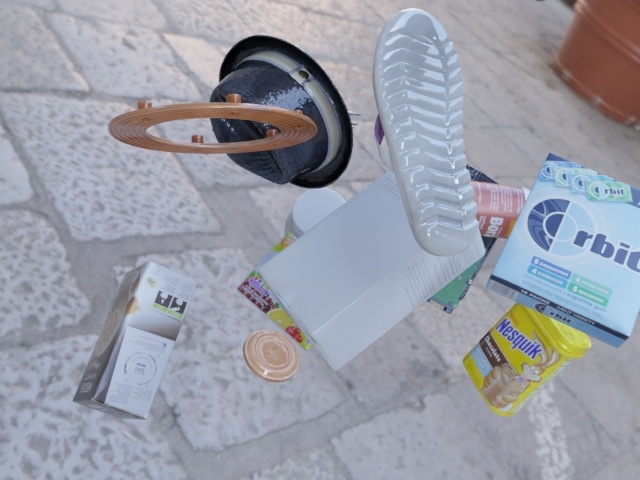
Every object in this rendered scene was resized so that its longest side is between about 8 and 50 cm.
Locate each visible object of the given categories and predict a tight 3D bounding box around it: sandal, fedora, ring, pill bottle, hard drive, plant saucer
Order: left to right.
[{"bbox_3d":[-0.174,-0.187,1.240,0.337,0.337,0.032,1,84,-42],"label":"ring"},{"bbox_3d":[-0.104,-0.222,1.474,0.334,0.334,0.152,42,49,8],"label":"fedora"},{"bbox_3d":[-0.067,0.159,1.057,0.084,0.013,0.083,19,43,-18],"label":"plant saucer"},{"bbox_3d":[0.000,0.000,1.867,0.176,0.318,0.176,0,65,0],"label":"pill bottle"},{"bbox_3d":[0.153,-0.175,1.252,0.169,0.102,0.416,-3,82,-28],"label":"sandal"},{"bbox_3d":[0.307,-0.018,1.850,0.237,0.338,0.064,29,-1,-19],"label":"hard drive"},{"bbox_3d":[0.403,-0.065,1.699,0.216,0.121,0.121,7,38,-2],"label":"pill bottle"}]

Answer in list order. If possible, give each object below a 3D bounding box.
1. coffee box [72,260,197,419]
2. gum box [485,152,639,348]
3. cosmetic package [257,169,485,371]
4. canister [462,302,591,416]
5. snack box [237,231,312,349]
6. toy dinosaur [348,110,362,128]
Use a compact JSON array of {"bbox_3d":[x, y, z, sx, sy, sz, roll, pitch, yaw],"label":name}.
[{"bbox_3d":[-0.317,0.173,1.299,0.098,0.141,0.246,27,66,-23],"label":"coffee box"},{"bbox_3d":[0.296,0.006,0.859,0.157,0.041,0.184,25,65,13],"label":"gum box"},{"bbox_3d":[0.100,0.041,1.472,0.217,0.385,0.156,49,-7,41],"label":"cosmetic package"},{"bbox_3d":[0.306,0.169,1.147,0.073,0.170,0.126,12,36,-38],"label":"canister"},{"bbox_3d":[-0.053,0.113,1.685,0.207,0.174,0.070,42,-11,1],"label":"snack box"},{"bbox_3d":[-0.079,-0.282,1.705,0.314,0.160,0.121,0,64,-38],"label":"toy dinosaur"}]
